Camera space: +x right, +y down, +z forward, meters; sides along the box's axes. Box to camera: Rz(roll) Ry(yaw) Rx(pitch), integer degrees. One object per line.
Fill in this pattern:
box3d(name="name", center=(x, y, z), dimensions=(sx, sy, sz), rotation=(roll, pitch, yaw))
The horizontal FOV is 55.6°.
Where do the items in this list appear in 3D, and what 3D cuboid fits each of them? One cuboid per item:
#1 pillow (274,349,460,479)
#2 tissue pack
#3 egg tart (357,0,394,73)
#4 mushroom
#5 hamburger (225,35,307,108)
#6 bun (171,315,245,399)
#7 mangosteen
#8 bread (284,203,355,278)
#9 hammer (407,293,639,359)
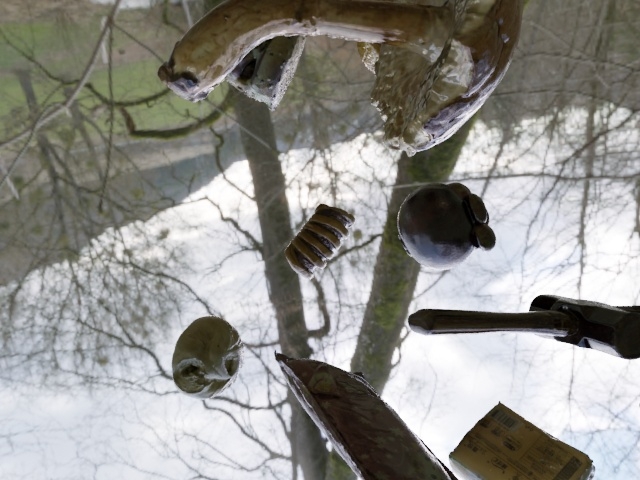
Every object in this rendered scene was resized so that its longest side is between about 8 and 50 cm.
box3d(name="pillow", center=(0.038, 0.165, 0.536), dimensions=(0.118, 0.043, 0.185), rotation=(19, -163, -36))
box3d(name="tissue pack", center=(0.389, 0.440, 1.180), dimensions=(0.186, 0.090, 0.222), rotation=(-37, -135, -26))
box3d(name="egg tart", center=(0.165, -0.438, 1.283), dimensions=(0.203, 0.202, 0.147), rotation=(-12, -176, -14))
box3d(name="mushroom", center=(0.046, -0.188, 0.534), dimensions=(0.302, 0.233, 0.208), rotation=(-14, -134, -36))
box3d(name="hamburger", center=(-0.157, -0.526, 1.692), dimensions=(0.195, 0.276, 0.318), rotation=(25, -170, -5))
box3d(name="bun", center=(-0.257, 0.279, 1.428), dimensions=(0.128, 0.178, 0.193), rotation=(2, -156, 27))
box3d(name="mangosteen", center=(0.270, -0.035, 1.342), dimensions=(0.210, 0.209, 0.210), rotation=(-8, -166, 2))
box3d(name="bread", center=(0.000, 0.000, 1.702), dimensions=(0.225, 0.134, 0.081), rotation=(-51, -142, 1))
box3d(name="hammer", center=(0.359, 0.146, 1.108), dimensions=(0.409, 0.095, 0.242), rotation=(5, 180, -18))
